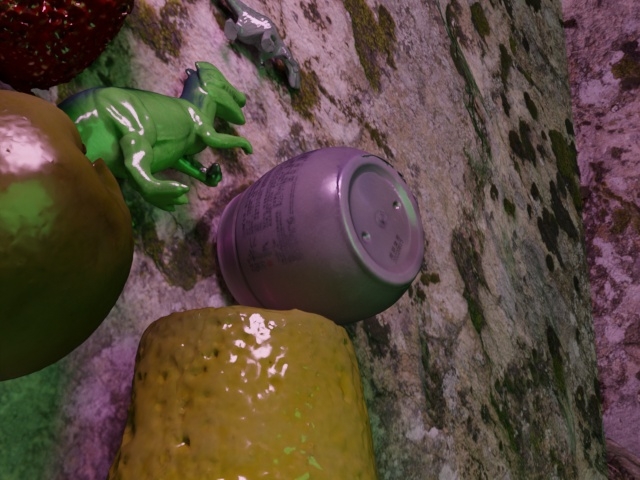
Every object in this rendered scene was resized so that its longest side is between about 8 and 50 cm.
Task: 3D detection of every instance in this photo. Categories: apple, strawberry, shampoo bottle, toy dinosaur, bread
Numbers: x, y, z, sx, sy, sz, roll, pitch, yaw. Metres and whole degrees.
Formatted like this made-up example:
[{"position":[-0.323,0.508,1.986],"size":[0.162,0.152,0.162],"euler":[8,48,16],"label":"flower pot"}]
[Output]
[{"position":[-0.330,-0.002,0.706],"size":[0.258,0.233,0.295],"euler":[-33,117,-4],"label":"apple"},{"position":[-0.307,-0.265,0.792],"size":[0.184,0.202,0.186],"euler":[-11,92,-76],"label":"strawberry"},{"position":[0.000,0.000,1.115],"size":[0.273,0.266,0.272],"euler":[20,62,-44],"label":"shampoo bottle"},{"position":[-0.135,-0.378,1.210],"size":[0.383,0.076,0.129],"euler":[46,15,-40],"label":"toy dinosaur"},{"position":[-0.307,-0.199,0.946],"size":[0.500,0.144,0.374],"euler":[26,44,-30],"label":"toy dinosaur"},{"position":[-0.100,0.259,0.879],"size":[0.348,0.348,0.307],"euler":[27,47,-43],"label":"bread"}]
